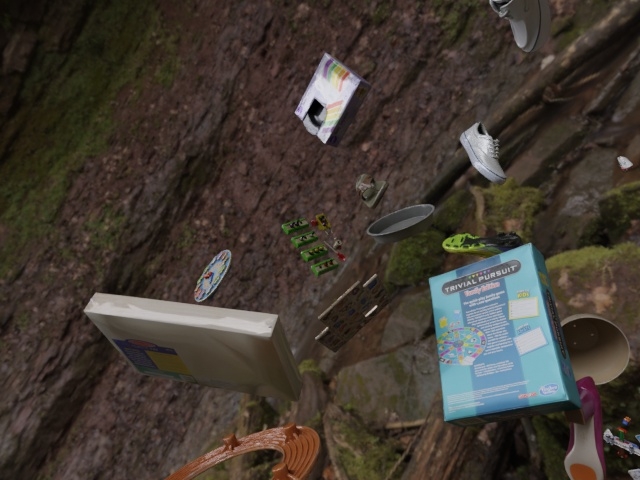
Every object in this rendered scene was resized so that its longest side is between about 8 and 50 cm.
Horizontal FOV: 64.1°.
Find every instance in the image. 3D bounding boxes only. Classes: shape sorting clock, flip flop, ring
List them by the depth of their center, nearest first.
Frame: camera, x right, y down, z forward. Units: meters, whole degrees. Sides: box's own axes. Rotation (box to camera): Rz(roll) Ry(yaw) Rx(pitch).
[{"bbox_3d":[-0.157,0.352,0.739,0.336,0.032,0.336,-23,0,0],"label":"ring"},{"bbox_3d":[-0.374,0.121,1.772,0.206,0.040,0.206,-41,32,32],"label":"shape sorting clock"},{"bbox_3d":[0.171,-0.195,1.876,0.112,0.080,0.277,-60,21,12],"label":"flip flop"}]

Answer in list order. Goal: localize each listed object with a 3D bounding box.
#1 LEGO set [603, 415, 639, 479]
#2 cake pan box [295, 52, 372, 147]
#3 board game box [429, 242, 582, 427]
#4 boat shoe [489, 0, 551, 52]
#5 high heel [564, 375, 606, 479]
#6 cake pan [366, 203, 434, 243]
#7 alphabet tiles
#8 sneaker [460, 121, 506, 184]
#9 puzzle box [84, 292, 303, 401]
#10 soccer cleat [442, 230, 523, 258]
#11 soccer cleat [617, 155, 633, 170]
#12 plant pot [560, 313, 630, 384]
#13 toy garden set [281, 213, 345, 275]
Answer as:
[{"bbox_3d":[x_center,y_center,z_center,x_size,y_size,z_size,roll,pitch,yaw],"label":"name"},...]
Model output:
[{"bbox_3d":[1.049,0.689,1.671,0.060,0.244,0.182,-25,-19,-31],"label":"LEGO set"},{"bbox_3d":[0.037,-0.503,1.850,0.267,0.070,0.246,-58,46,25],"label":"cake pan box"},{"bbox_3d":[0.377,0.204,1.096,0.253,0.079,0.336,-24,49,34],"label":"board game box"},{"bbox_3d":[0.342,-0.441,0.907,0.084,0.258,0.095,-30,41,2],"label":"boat shoe"},{"bbox_3d":[0.569,0.416,1.088,0.117,0.244,0.082,-25,11,-40],"label":"high heel"},{"bbox_3d":[0.336,-0.066,2.104,0.293,0.054,0.293,-22,14,6],"label":"cake pan"},{"bbox_3d":[0.073,0.170,1.184,0.198,0.009,0.237,-42,-29,-2],"label":"alphabet tiles"},{"bbox_3d":[0.533,-0.288,1.647,0.091,0.094,0.258,-54,40,36],"label":"sneaker"},{"bbox_3d":[-0.255,0.225,1.074,0.272,0.408,0.052,78,-157,-48],"label":"puzzle box"},{"bbox_3d":[0.597,0.033,1.889,0.289,0.121,0.093,-2,44,30],"label":"soccer cleat"},{"bbox_3d":[0.886,-0.226,1.490,0.029,0.036,0.083,-28,6,23],"label":"soccer cleat"},{"bbox_3d":[1.078,0.417,2.091,0.284,0.284,0.191,-56,-7,18],"label":"plant pot"},{"bbox_3d":[0.000,0.000,1.956,0.203,0.244,0.049,-20,-26,-41],"label":"toy garden set"}]
